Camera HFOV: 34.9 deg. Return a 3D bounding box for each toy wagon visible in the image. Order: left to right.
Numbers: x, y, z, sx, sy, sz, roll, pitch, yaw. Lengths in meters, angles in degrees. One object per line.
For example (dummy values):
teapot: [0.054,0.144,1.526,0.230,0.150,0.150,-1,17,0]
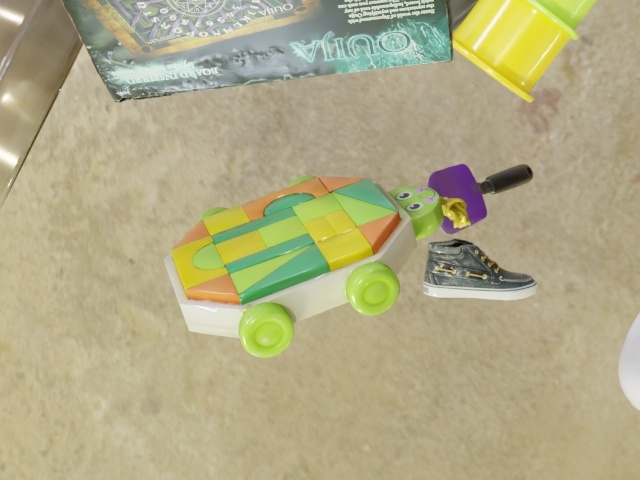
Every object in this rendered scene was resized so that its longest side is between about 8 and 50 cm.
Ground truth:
toy wagon: [0.000,0.000,1.146,0.344,0.267,0.068,-21,120,-8]

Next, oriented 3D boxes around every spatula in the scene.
spatula: [0.230,-0.075,1.404,0.030,0.296,0.084,-23,88,34]

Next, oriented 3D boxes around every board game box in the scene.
board game box: [-0.033,-0.127,0.491,0.186,0.026,0.126,-5,145,8]

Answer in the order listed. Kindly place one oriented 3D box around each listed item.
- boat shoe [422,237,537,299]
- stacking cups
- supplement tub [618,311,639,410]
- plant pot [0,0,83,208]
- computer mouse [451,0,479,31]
boat shoe: [0.248,0.043,1.557,0.183,0.065,0.083,1,103,-11]
stacking cups: [0.227,-0.265,0.814,0.096,0.096,0.316,29,108,-22]
supplement tub: [0.369,0.122,0.717,0.272,0.191,0.191,41,93,-1]
plant pot: [-0.451,-0.241,1.249,0.280,0.323,0.323,27,99,-15]
computer mouse: [0.112,-0.278,0.976,0.188,0.072,0.272,25,132,-13]
